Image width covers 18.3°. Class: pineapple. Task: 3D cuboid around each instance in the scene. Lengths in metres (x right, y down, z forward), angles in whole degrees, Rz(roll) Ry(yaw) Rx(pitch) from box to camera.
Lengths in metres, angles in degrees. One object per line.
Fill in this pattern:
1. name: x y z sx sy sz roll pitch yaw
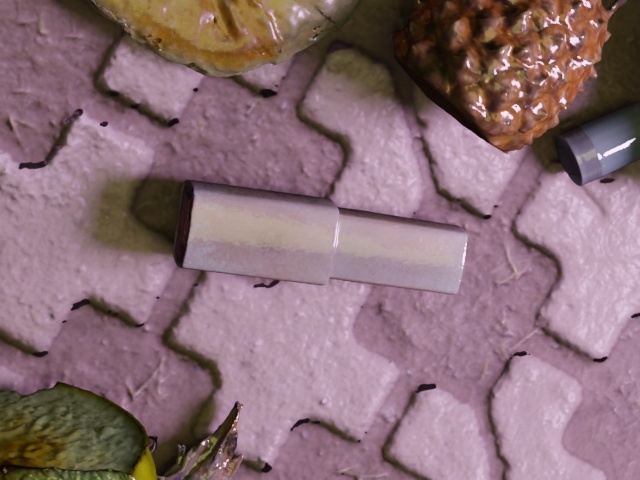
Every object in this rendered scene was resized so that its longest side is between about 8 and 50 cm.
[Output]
1. pineapple: 0.220 -0.238 1.722 0.169 0.169 0.340 44 86 -15

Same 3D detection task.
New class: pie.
1. pie: -0.086 -0.286 1.693 0.306 0.071 0.306 -1 101 -8

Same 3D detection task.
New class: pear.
1. pear: -0.270 0.266 1.705 0.292 0.159 0.292 1 104 3

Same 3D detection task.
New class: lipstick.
1. lipstick: 0.000 0.000 1.758 0.253 0.079 0.077 7 97 -14

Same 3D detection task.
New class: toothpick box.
1. toothpick box: 0.263 -0.089 1.808 0.083 0.052 0.052 -24 104 -8

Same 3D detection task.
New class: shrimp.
1. shrimp: -0.155 0.222 1.787 0.126 0.047 0.223 39 92 -5
